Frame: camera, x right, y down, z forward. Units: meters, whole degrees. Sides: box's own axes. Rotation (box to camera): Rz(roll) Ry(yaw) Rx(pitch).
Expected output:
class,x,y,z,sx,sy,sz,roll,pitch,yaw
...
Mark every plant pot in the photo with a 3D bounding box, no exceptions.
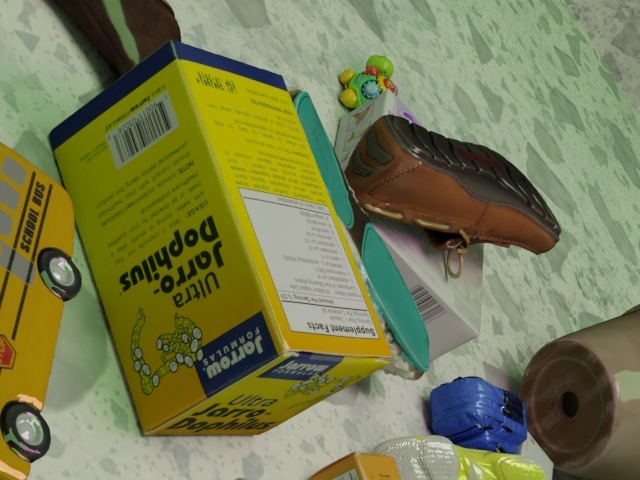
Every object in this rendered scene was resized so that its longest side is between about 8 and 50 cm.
class,x,y,z,sx,sy,sz,roll,pitch,yaw
plant pot,0.454,0.239,2.114,0.280,0.323,0.323,4,58,-39

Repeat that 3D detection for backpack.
class,x,y,z,sx,sy,sz,roll,pitch,yaw
backpack,0.205,0.235,1.891,0.120,0.098,0.101,37,38,-37

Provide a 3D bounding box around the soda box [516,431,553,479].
class,x,y,z,sx,sy,sz,roll,pitch,yaw
soda box,0.249,0.346,1.883,0.074,0.069,0.216,51,29,-17

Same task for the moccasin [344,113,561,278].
class,x,y,z,sx,sy,sz,roll,pitch,yaw
moccasin,0.176,-0.044,1.897,0.380,0.147,0.139,13,37,-48

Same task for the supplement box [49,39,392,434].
class,x,y,z,sx,sy,sz,roll,pitch,yaw
supplement box,-0.108,0.004,1.509,0.194,0.195,0.356,11,53,-54

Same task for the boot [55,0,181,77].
class,x,y,z,sx,sy,sz,roll,pitch,yaw
boot,-0.236,-0.246,1.660,0.248,0.090,0.207,12,50,-59

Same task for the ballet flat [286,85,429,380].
class,x,y,z,sx,sy,sz,roll,pitch,yaw
ballet flat,0.000,0.000,1.740,0.409,0.147,0.147,63,25,-21

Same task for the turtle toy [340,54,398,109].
class,x,y,z,sx,sy,sz,roll,pitch,yaw
turtle toy,0.081,-0.228,2.183,0.095,0.066,0.130,40,33,-31

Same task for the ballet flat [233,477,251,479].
class,x,y,z,sx,sy,sz,roll,pitch,yaw
ballet flat,-0.096,0.343,1.291,0.139,0.139,0.400,53,24,-11

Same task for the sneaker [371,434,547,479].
class,x,y,z,sx,sy,sz,roll,pitch,yaw
sneaker,0.153,0.291,1.785,0.240,0.126,0.091,15,80,-21

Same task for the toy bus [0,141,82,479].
class,x,y,z,sx,sy,sz,roll,pitch,yaw
toy bus,-0.294,0.073,1.229,0.130,0.108,0.332,40,33,-30

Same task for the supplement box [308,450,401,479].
class,x,y,z,sx,sy,sz,roll,pitch,yaw
supplement box,0.068,0.350,1.577,0.078,0.080,0.233,16,51,-53

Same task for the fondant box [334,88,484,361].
class,x,y,z,sx,sy,sz,roll,pitch,yaw
fondant box,0.121,-0.027,2.018,0.238,0.096,0.330,45,30,-24
